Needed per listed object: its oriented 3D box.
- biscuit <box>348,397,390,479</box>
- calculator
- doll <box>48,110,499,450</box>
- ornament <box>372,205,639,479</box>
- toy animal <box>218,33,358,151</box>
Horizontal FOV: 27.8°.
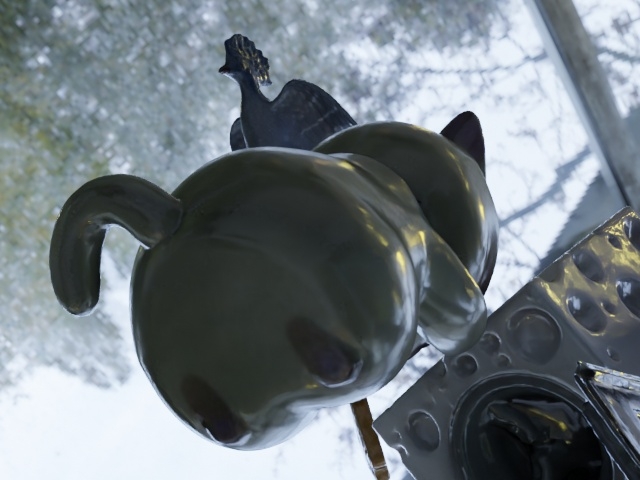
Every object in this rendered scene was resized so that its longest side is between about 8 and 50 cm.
[{"bbox_3d":[0.041,0.179,1.427,0.027,0.133,0.184,-16,-100,-2],"label":"biscuit"},{"bbox_3d":[0.254,0.155,0.830,0.028,0.274,0.165,-41,-119,21],"label":"calculator"},{"bbox_3d":[0.007,0.023,0.976,0.215,0.370,0.226,-47,-111,31],"label":"doll"},{"bbox_3d":[0.246,0.155,1.203,0.240,0.240,0.239,-30,166,-50],"label":"ornament"},{"bbox_3d":[-0.043,-0.124,1.567,0.239,0.255,0.176,-19,-146,50],"label":"toy animal"}]
